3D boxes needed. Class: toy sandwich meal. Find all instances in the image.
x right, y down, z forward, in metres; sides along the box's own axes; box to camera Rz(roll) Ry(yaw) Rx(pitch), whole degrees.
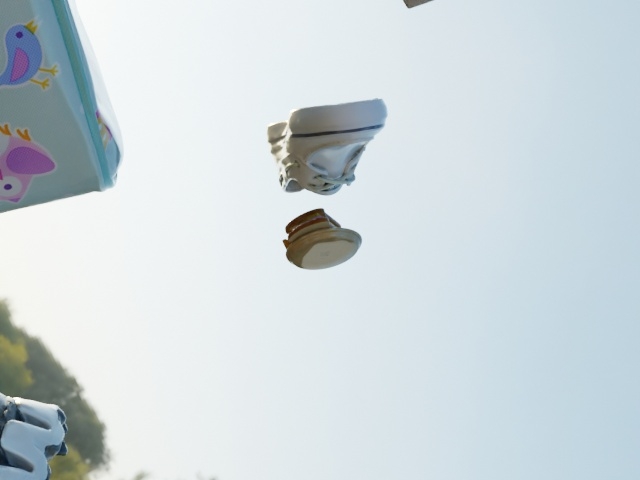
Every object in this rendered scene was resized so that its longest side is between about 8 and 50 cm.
[{"bbox_3d":[0.000,0.000,1.016,0.085,0.085,0.029,106,-26,-59],"label":"toy sandwich meal"}]

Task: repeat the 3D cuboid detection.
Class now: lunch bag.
[{"bbox_3d":[-0.192,-0.151,0.545,0.279,0.107,0.224,-125,-161,-58],"label":"lunch bag"}]

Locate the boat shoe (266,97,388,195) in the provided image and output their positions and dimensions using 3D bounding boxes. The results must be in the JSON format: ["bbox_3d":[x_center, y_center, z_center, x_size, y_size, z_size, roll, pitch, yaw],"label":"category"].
[{"bbox_3d":[0.008,-0.078,0.906,0.226,0.083,0.076,-175,-104,-78],"label":"boat shoe"}]

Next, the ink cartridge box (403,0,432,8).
[{"bbox_3d":[0.212,-0.435,1.324,0.201,0.278,0.117,-12,-58,34],"label":"ink cartridge box"}]

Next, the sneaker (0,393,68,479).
[{"bbox_3d":[-0.150,0.105,0.318,0.106,0.078,0.234,36,16,-17],"label":"sneaker"}]
